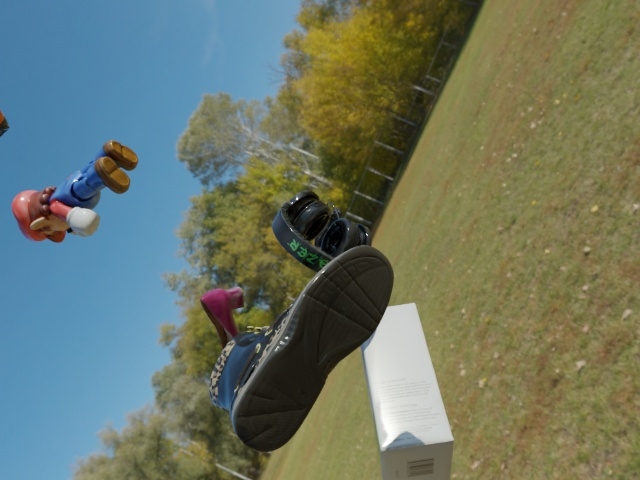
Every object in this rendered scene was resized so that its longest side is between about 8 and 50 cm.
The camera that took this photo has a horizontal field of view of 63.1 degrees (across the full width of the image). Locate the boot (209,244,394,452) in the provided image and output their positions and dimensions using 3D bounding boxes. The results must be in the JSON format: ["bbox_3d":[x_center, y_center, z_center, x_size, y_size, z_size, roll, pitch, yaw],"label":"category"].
[{"bbox_3d":[-0.049,0.175,0.930,0.377,0.138,0.284,-55,14,-22],"label":"boot"}]

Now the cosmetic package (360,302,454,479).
[{"bbox_3d":[0.186,0.346,1.200,0.366,0.155,0.197,-98,-1,-50],"label":"cosmetic package"}]

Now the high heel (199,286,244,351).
[{"bbox_3d":[-0.228,0.232,1.217,0.117,0.082,0.244,-10,-74,-51],"label":"high heel"}]

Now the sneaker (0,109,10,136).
[{"bbox_3d":[-0.600,-0.125,0.736,0.180,0.321,0.125,66,-174,-49],"label":"sneaker"}]

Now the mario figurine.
[{"bbox_3d":[-0.530,-0.082,1.164,0.320,0.170,0.198,-27,3,22],"label":"mario figurine"}]

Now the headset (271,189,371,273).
[{"bbox_3d":[0.000,0.000,1.310,0.185,0.243,0.394,-56,1,22],"label":"headset"}]
